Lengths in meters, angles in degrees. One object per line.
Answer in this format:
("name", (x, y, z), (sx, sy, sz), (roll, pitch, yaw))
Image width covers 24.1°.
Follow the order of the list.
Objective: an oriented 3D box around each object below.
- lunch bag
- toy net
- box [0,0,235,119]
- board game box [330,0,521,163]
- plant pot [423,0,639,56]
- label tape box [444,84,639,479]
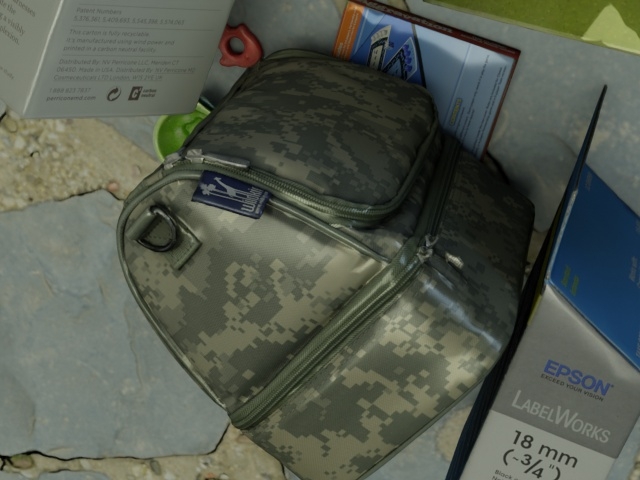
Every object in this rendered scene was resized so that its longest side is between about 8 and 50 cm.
("lunch bag", (0.000, 0.000, 1.104), (0.256, 0.305, 0.212), (41, 117, -6))
("toy net", (-0.132, -0.167, 1.241), (0.122, 0.045, 0.232), (-33, 101, 26))
("box", (-0.158, -0.287, 1.067), (0.215, 0.168, 0.345), (39, 118, 31))
("board game box", (0.054, -0.051, 1.252), (0.145, 0.027, 0.281), (20, 117, 5))
("plant pot", (0.236, -0.270, 0.995), (0.274, 0.275, 0.293), (15, 100, 8))
("label tape box", (0.195, 0.081, 1.152), (0.106, 0.240, 0.334), (22, 118, 5))
